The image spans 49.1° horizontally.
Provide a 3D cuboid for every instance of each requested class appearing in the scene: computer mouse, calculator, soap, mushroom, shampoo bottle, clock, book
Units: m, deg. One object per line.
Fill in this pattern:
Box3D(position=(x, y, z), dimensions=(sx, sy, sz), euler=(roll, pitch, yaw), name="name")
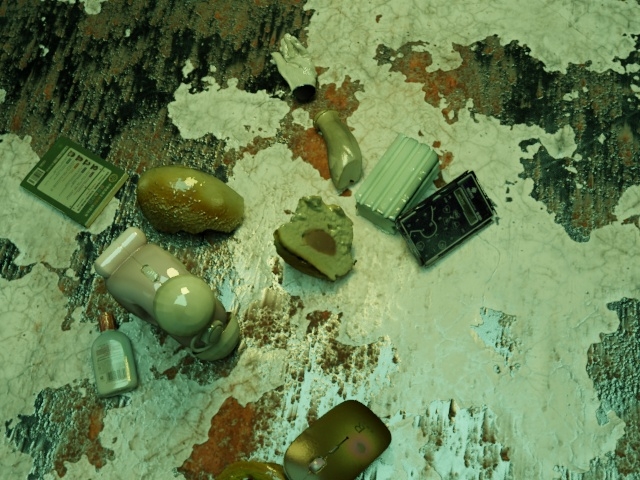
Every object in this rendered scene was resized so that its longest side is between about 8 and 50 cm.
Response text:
Box3D(position=(0.047, 0.484, 1.646), dimensions=(0.158, 0.072, 0.310), euler=(43, 42, 20), name="computer mouse")
Box3D(position=(0.344, -0.059, 1.907), dimensions=(0.274, 0.028, 0.165), euler=(-34, 98, -13), name="calculator")
Box3D(position=(0.215, -0.157, 1.967), dimensions=(0.150, 0.094, 0.261), euler=(31, 75, 21), name="soap")
Box3D(position=(0.057, -0.270, 2.021), dimensions=(0.096, 0.108, 0.247), euler=(0, 63, -40), name="mushroom")
Box3D(position=(-0.553, 0.297, 1.856), dimensions=(0.108, 0.051, 0.220), euler=(-17, 67, -2), name="shampoo bottle")
Box3D(position=(-0.368, 0.149, 1.757), dimensions=(0.326, 0.342, 0.184), euler=(31, 79, 23), name="clock")
Box3D(position=(-0.731, -0.178, 2.078), dimensions=(0.264, 0.027, 0.202), euler=(29, 72, 16), name="book")

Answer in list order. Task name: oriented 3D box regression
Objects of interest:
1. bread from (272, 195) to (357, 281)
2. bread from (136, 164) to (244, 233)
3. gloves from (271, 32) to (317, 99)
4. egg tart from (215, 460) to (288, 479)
Box3D(position=(0.005, 0.000, 1.856), dimensions=(0.211, 0.224, 0.183), euler=(29, 78, 7), name="bread")
Box3D(position=(-0.375, -0.115, 1.935), dimensions=(0.314, 0.192, 0.171), euler=(12, 68, 9), name="bread")
Box3D(position=(-0.078, -0.530, 2.137), dimensions=(0.119, 0.097, 0.229), euler=(-14, 72, -6), name="gloves")
Box3D(position=(-0.135, 0.605, 1.613), dimensions=(0.215, 0.171, 0.215), euler=(-3, 83, 21), name="egg tart")
